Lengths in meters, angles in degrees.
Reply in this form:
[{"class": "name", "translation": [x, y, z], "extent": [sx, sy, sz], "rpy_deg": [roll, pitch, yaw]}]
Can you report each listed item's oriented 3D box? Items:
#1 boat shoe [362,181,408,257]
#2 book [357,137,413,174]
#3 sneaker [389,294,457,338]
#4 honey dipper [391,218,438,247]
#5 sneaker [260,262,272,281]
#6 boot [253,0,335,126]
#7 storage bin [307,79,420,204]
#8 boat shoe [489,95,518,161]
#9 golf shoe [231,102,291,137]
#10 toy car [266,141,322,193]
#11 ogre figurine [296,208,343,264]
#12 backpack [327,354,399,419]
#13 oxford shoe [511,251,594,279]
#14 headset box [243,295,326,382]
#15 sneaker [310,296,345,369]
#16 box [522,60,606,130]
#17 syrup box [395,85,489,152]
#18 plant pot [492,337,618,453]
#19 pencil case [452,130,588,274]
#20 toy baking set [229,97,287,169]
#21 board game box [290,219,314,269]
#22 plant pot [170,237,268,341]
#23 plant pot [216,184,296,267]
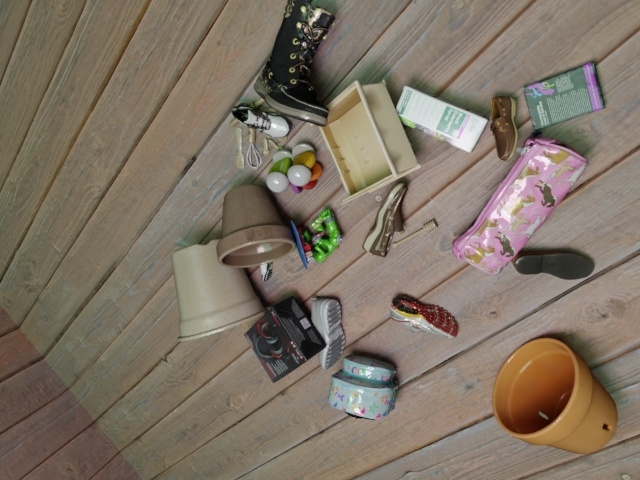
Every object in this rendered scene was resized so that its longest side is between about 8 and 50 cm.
[{"class": "boat shoe", "translation": [0.221, -0.056, 1.293], "extent": [0.095, 0.095, 0.258], "rpy_deg": [32, 129, 15]}, {"class": "book", "translation": [0.191, -0.277, 1.265], "extent": [0.144, 0.035, 0.096], "rpy_deg": [-38, 86, 29]}, {"class": "sneaker", "translation": [0.332, 0.256, 1.362], "extent": [0.225, 0.088, 0.093], "rpy_deg": [23, 135, 16]}, {"class": "honey dipper", "translation": [0.289, -0.014, 1.311], "extent": [0.160, 0.030, 0.031], "rpy_deg": [-33, 92, 31]}, {"class": "sneaker", "translation": [-0.204, 0.101, 1.564], "extent": [0.043, 0.040, 0.109], "rpy_deg": [25, 113, 33]}, {"class": "boot", "translation": [-0.050, -0.497, 1.170], "extent": [0.284, 0.138, 0.377], "rpy_deg": [-64, 36, 21]}, {"class": "storage bin", "translation": [0.111, -0.269, 1.194], "extent": [0.260, 0.123, 0.263], "rpy_deg": [-23, 91, 53]}, {"class": "boat shoe", "translation": [0.464, -0.288, 1.083], "extent": [0.060, 0.064, 0.178], "rpy_deg": [7, 76, -10]}, {"class": "golf shoe", "translation": [-0.193, -0.375, 1.340], "extent": [0.198, 0.094, 0.077], "rpy_deg": [20, 113, 6]}, {"class": "toy car", "translation": [-0.079, -0.214, 1.357], "extent": [0.181, 0.159, 0.136], "rpy_deg": [-13, 138, 26]}, {"class": "ogre figurine", "translation": [0.000, 0.000, 1.406], "extent": [0.197, 0.096, 0.118], "rpy_deg": [-43, 75, 17]}, {"class": "backpack", "translation": [0.145, 0.494, 1.417], "extent": [0.224, 0.253, 0.191], "rpy_deg": [9, 90, 22]}, {"class": "oxford shoe", "translation": [0.637, 0.058, 1.163], "extent": [0.212, 0.076, 0.076], "rpy_deg": [7, 108, 5]}, {"class": "headset box", "translation": [-0.142, 0.369, 1.531], "extent": [0.218, 0.110, 0.293], "rpy_deg": [56, 135, 11]}, {"class": "sneaker", "translation": [0.017, 0.328, 1.522], "extent": [0.115, 0.105, 0.282], "rpy_deg": [17, 114, 43]}, {"class": "box", "translation": [0.607, -0.359, 1.057], "extent": [0.162, 0.029, 0.116], "rpy_deg": [-15, 100, 26]}, {"class": "syrup box", "translation": [0.328, -0.334, 1.150], "extent": [0.236, 0.096, 0.093], "rpy_deg": [29, 118, 14]}, {"class": "plant pot", "translation": [0.662, 0.452, 1.175], "extent": [0.203, 0.291, 0.291], "rpy_deg": [33, 118, -7]}, {"class": "pencil case", "translation": [0.512, -0.087, 1.115], "extent": [0.167, 0.160, 0.386], "rpy_deg": [34, 118, 15]}, {"class": "toy baking set", "translation": [-0.222, -0.351, 1.422], "extent": [0.256, 0.030, 0.197], "rpy_deg": [-23, 97, 28]}, {"class": "board game box", "translation": [-0.057, 0.009, 1.375], "extent": [0.033, 0.133, 0.169], "rpy_deg": [-18, 105, -9]}, {"class": "plant pot", "translation": [-0.394, 0.162, 1.528], "extent": [0.333, 0.333, 0.306], "rpy_deg": [-18, 88, 27]}, {"class": "plant pot", "translation": [-0.231, -0.056, 1.409], "extent": [0.262, 0.263, 0.230], "rpy_deg": [-23, 72, 28]}]
